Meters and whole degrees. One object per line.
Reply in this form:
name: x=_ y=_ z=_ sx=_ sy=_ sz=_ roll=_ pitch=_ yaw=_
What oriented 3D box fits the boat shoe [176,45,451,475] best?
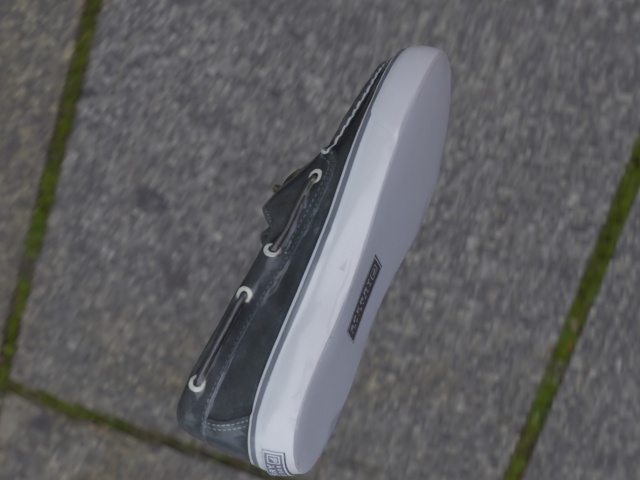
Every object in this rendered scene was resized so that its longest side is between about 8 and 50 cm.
boat shoe: x=0.000 y=0.000 z=0.581 sx=0.040 sy=0.142 sz=0.049 roll=14 pitch=154 yaw=19
